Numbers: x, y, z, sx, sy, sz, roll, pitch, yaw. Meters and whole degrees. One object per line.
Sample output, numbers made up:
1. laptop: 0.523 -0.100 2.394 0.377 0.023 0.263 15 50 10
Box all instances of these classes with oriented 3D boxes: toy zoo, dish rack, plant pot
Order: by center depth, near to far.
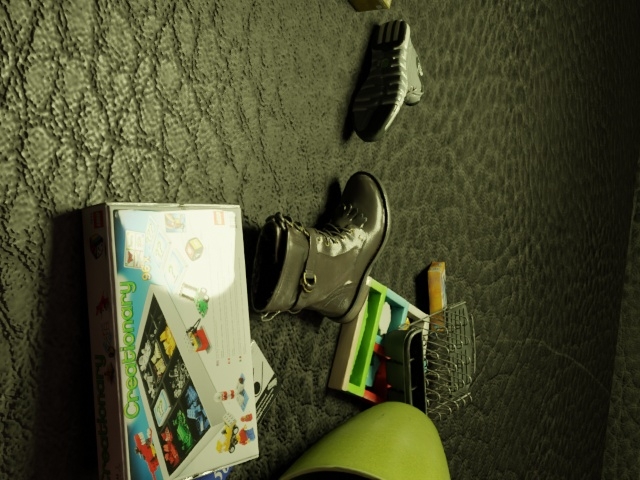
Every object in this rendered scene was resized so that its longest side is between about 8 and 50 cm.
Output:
1. plant pot: 0.085 0.370 1.125 0.293 0.275 0.274 -44 128 -63
2. toy zoo: 0.120 0.195 1.329 0.293 0.030 0.192 35 64 -51
3. dish rack: 0.214 0.227 1.358 0.272 0.074 0.208 -15 106 -46

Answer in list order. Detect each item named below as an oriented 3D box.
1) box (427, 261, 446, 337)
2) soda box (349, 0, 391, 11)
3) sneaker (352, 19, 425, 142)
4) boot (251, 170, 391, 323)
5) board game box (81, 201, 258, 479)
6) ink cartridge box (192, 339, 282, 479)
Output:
1. box: 0.226 0.115 1.457 0.081 0.028 0.136 -40 125 -72
2. soda box: 0.046 -0.426 1.148 0.181 0.061 0.058 37 63 -50
3. sneaker: 0.129 -0.242 1.265 0.132 0.086 0.228 42 58 -51
4. boot: 0.000 0.000 1.091 0.229 0.091 0.262 23 76 -54
5. board game box: -0.162 0.111 0.853 0.193 0.053 0.305 -1 86 -50
6. ink cartridge box: -0.131 0.231 0.958 0.207 0.046 0.097 -56 134 -36
